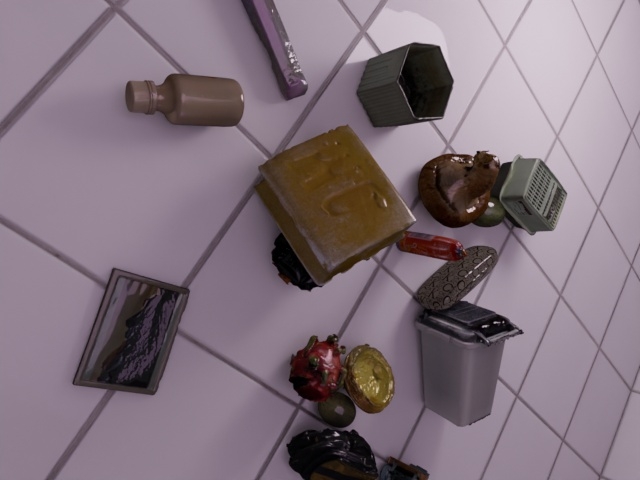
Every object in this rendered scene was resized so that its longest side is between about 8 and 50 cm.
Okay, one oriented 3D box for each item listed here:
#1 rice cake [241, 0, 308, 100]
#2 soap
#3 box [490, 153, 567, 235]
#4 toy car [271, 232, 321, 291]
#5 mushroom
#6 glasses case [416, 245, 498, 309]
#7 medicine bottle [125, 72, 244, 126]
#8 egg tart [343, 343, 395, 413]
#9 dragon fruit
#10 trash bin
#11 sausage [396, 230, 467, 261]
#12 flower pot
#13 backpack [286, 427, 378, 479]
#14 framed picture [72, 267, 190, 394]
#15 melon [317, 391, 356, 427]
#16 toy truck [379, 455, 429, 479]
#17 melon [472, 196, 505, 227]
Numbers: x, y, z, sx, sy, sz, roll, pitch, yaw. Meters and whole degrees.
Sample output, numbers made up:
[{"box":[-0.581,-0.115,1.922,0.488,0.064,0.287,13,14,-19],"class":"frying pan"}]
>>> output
[{"box":[-0.135,-0.551,1.254,0.070,0.064,0.399,-34,113,-22],"class":"rice cake"},{"box":[0.032,-0.096,1.265,0.293,0.156,0.335,-25,74,-24],"class":"soap"},{"box":[0.790,-0.170,1.886,0.290,0.166,0.221,36,74,-32],"class":"box"},{"box":[-0.001,0.001,1.359,0.193,0.118,0.301,44,69,3],"class":"toy car"},{"box":[0.451,-0.166,1.621,0.267,0.254,0.267,0,95,2],"class":"mushroom"},{"box":[0.476,0.122,1.705,0.354,0.137,0.085,-35,114,-29],"class":"glasses case"},{"box":[-0.305,-0.318,1.122,0.252,0.114,0.114,-8,99,-35],"class":"medicine bottle"},{"box":[0.135,0.418,1.493,0.212,0.090,0.213,26,51,-37],"class":"egg tart"},{"box":[-0.005,0.346,1.372,0.160,0.167,0.172,12,49,1],"class":"dragon fruit"},{"box":[0.487,0.413,1.660,0.255,0.296,0.368,-8,105,-36],"class":"trash bin"},{"box":[0.343,0.018,1.518,0.074,0.274,0.074,-5,99,-32],"class":"sausage"},{"box":[0.251,-0.450,1.464,0.209,0.189,0.239,24,79,-34],"class":"flower pot"},{"box":[0.025,0.621,1.418,0.258,0.133,0.206,29,113,-25],"class":"backpack"},{"box":[-0.427,0.214,1.142,0.192,0.018,0.266,21,81,-36],"class":"framed picture"},{"box":[0.048,0.496,1.458,0.130,0.098,0.098,43,70,-31],"class":"melon"},{"box":[0.249,0.905,1.620,0.184,0.133,0.338,39,69,-49],"class":"toy truck"},{"box":[0.597,-0.104,1.786,0.167,0.114,0.114,4,92,-28],"class":"melon"}]
